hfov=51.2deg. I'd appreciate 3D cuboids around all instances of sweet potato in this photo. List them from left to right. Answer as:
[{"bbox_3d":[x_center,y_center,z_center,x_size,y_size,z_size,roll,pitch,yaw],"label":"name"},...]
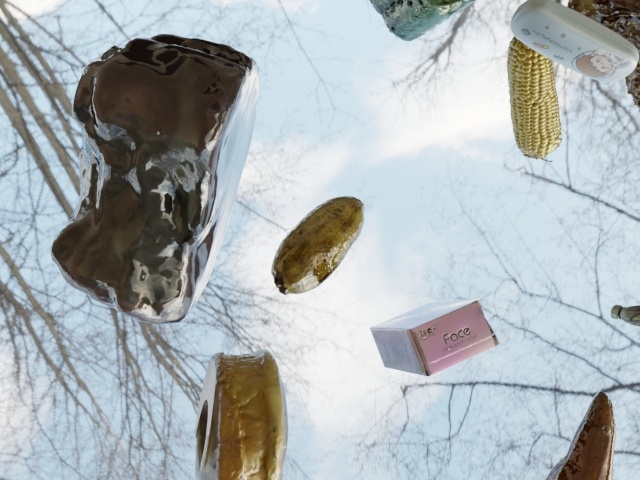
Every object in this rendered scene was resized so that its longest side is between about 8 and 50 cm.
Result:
[{"bbox_3d":[0.479,0.461,1.241,0.112,0.112,0.359,31,-83,26],"label":"sweet potato"}]

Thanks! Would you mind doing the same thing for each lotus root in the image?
[{"bbox_3d":[0.000,0.000,1.249,0.110,0.097,0.258,45,-124,-8],"label":"lotus root"}]

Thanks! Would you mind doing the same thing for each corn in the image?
[{"bbox_3d":[0.460,-0.306,1.445,0.106,0.305,0.106,-13,-137,13],"label":"corn"}]

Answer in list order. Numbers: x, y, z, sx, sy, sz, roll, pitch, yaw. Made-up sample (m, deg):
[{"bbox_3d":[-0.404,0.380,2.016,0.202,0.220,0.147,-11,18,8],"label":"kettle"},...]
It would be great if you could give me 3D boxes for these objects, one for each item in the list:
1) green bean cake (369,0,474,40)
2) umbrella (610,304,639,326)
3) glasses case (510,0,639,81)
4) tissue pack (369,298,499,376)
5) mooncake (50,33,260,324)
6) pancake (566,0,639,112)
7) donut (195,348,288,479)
[{"bbox_3d":[0.209,-0.570,1.231,0.308,0.169,0.300,-37,-79,-25],"label":"green bean cake"},{"bbox_3d":[0.702,0.170,1.397,0.050,0.046,0.188,-32,-155,-26],"label":"umbrella"},{"bbox_3d":[0.339,-0.266,0.892,0.178,0.067,0.045,23,-110,-9],"label":"glasses case"},{"bbox_3d":[0.200,0.178,1.242,0.148,0.246,0.093,-21,-91,-15],"label":"tissue pack"},{"bbox_3d":[-0.217,-0.095,0.929,0.212,0.350,0.381,20,-78,4],"label":"mooncake"},{"bbox_3d":[0.528,-0.292,1.067,0.057,0.245,0.266,-38,-143,-29],"label":"pancake"},{"bbox_3d":[-0.157,0.370,1.240,0.159,0.330,0.330,0,-130,-22],"label":"donut"}]
